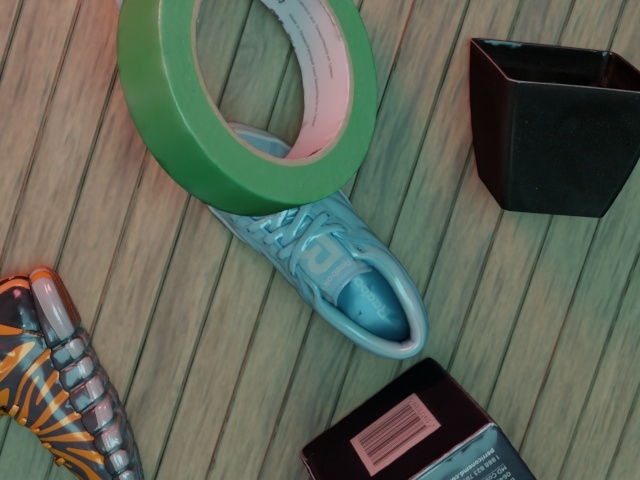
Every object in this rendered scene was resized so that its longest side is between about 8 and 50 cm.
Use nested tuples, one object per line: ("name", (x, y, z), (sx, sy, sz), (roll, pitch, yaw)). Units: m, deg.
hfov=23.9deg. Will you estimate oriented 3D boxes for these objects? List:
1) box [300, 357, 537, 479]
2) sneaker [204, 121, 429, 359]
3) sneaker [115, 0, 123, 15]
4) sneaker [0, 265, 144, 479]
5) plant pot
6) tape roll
("box", (0.187, 0.378, 1.777), (0.212, 0.293, 0.395), (-37, 103, -2))
("sneaker", (0.000, 0.000, 1.754), (0.366, 0.150, 0.135), (40, 90, -14))
("sneaker", (-0.183, -0.402, 1.667), (0.127, 0.126, 0.321), (-5, 99, -3))
("sneaker", (-0.330, 0.204, 1.757), (0.180, 0.124, 0.321), (-24, 92, -1))
("plant pot", (0.273, -0.127, 1.774), (0.188, 0.187, 0.167), (3, 112, -11))
("tape roll", (-0.073, -0.189, 1.652), (0.321, 0.077, 0.321), (13, 70, -42))
